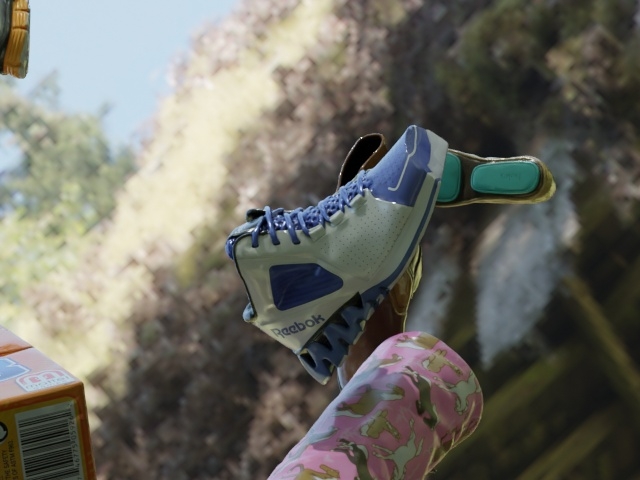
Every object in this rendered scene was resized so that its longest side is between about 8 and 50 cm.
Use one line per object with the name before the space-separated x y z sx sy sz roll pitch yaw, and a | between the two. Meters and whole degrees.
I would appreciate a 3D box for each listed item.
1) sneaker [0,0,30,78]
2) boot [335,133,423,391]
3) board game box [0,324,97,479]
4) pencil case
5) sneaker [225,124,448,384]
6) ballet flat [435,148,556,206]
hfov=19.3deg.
sneaker | -0.333 -0.248 1.896 0.083 0.215 0.084 0 -48 -8
boot | 0.064 0.044 2.420 0.280 0.096 0.264 70 -140 -55
board game box | -0.461 0.324 2.092 0.356 0.356 0.356 -12 -76 -24
pencil case | 0.049 0.260 2.134 0.160 0.167 0.386 -25 12 36
sneaker | -0.001 0.001 2.074 0.315 0.182 0.127 -59 6 26
ballet flat | 0.200 -0.075 2.475 0.073 0.232 0.080 22 -102 -59
